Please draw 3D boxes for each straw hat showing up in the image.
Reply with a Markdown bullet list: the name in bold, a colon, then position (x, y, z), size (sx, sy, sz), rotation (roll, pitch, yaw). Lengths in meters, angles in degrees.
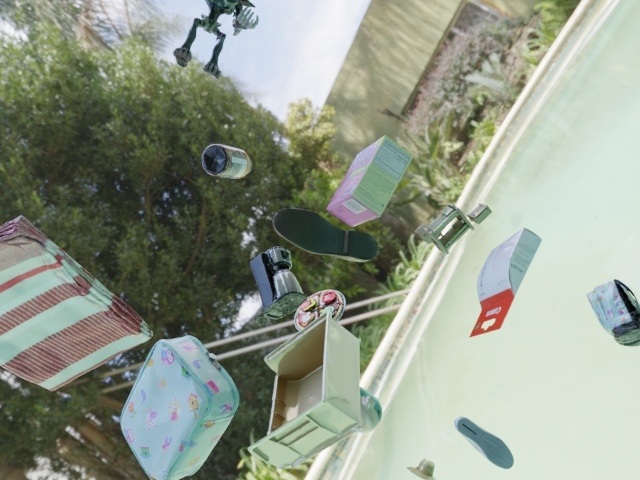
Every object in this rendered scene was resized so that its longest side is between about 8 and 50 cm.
- **straw hat**: position (0.392, 0.844, 1.923), size (0.144, 0.145, 0.061), rotation (80, -147, -78)

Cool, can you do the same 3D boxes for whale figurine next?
- **whale figurine**: position (0.151, 0.653, 2.140), size (0.216, 0.271, 0.141), rotation (-28, 3, 46)

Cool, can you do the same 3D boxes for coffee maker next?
- **coffee maker**: position (-0.145, 0.130, 1.533), size (0.171, 0.178, 0.120), rotation (-25, -34, 3)

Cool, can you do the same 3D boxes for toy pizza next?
- **toy pizza**: position (-0.007, 0.244, 1.831), size (0.201, 0.201, 0.032), rotation (-53, -51, -30)

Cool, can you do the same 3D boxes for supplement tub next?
- **supplement tub**: position (-0.304, -0.261, 1.737), size (0.106, 0.106, 0.198), rotation (-59, -15, 12)

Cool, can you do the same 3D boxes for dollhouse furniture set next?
- **dollhouse furniture set**: position (0.378, -0.074, 1.552), size (0.182, 0.101, 0.161), rotation (-44, 22, -2)

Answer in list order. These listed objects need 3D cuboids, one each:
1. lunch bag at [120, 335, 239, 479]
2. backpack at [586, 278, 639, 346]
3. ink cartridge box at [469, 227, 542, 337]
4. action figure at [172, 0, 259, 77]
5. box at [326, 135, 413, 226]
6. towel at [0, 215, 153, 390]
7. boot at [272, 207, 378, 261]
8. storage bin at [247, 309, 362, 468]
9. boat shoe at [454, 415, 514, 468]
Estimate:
- **lunch bag**: position (-0.304, 0.347, 1.099), size (0.108, 0.224, 0.279), rotation (7, -61, -54)
- **backpack**: position (0.843, 0.200, 1.469), size (0.115, 0.152, 0.181), rotation (-29, 47, 25)
- **ink cartridge box**: position (0.402, 0.101, 1.192), size (0.232, 0.066, 0.189), rotation (-54, -6, -16)
- **action figure**: position (-0.219, -0.502, 1.134), size (0.141, 0.164, 0.275), rotation (0, 72, 55)
- **box**: position (0.156, -0.188, 1.696), size (0.242, 0.117, 0.214), rotation (-59, 13, -17)
- **towel**: position (-0.465, 0.126, 0.845), size (0.237, 0.037, 0.329), rotation (-28, -46, 4)
- **boot**: position (0.000, 0.000, 1.445), size (0.115, 0.306, 0.112), rotation (-27, 46, 65)
- **storage bin**: position (-0.035, 0.347, 1.200), size (0.260, 0.123, 0.262), rotation (-39, 24, 26)
- **boat shoe**: position (0.556, 0.679, 1.769), size (0.083, 0.226, 0.076), rotation (-46, -13, -6)
